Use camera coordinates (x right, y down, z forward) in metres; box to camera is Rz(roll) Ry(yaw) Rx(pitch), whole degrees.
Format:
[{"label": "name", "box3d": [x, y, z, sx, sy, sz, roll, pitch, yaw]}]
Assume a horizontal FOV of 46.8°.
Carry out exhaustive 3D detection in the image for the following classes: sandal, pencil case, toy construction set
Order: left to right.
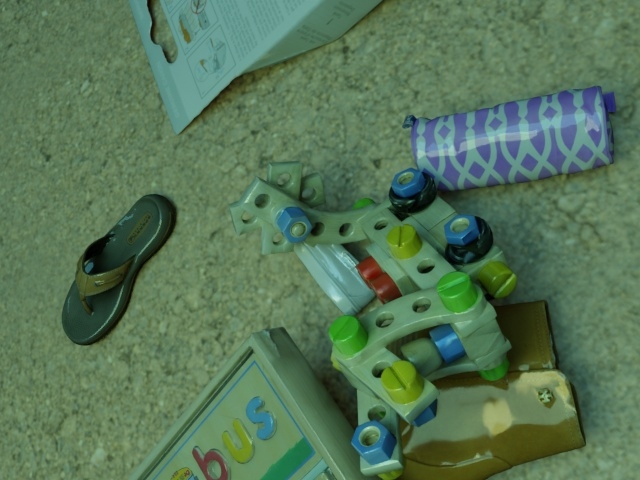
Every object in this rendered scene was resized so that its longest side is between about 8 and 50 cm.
[{"label": "sandal", "box3d": [-0.268, 0.032, 0.944, 0.090, 0.060, 0.219, 41, 97, 26]}, {"label": "toy construction set", "box3d": [0.054, 0.038, 0.700, 0.215, 0.151, 0.328, -35, 52, -2]}, {"label": "pencil case", "box3d": [0.193, -0.102, 0.757, 0.206, 0.088, 0.086, -5, 118, 23]}]

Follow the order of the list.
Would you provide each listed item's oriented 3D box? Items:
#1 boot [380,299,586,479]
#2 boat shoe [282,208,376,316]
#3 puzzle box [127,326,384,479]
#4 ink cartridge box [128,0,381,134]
[{"label": "boot", "box3d": [0.141, 0.205, 0.698, 0.211, 0.104, 0.295, -9, 71, 24]}, {"label": "boat shoe", "box3d": [0.000, 0.000, 0.832, 0.063, 0.066, 0.184, -37, 64, -2]}, {"label": "puzzle box", "box3d": [-0.091, 0.316, 0.740, 0.409, 0.052, 0.272, -51, 62, 27]}, {"label": "ink cartridge box", "box3d": [-0.087, -0.358, 0.956, 0.385, 0.091, 0.308, -35, 66, 32]}]
